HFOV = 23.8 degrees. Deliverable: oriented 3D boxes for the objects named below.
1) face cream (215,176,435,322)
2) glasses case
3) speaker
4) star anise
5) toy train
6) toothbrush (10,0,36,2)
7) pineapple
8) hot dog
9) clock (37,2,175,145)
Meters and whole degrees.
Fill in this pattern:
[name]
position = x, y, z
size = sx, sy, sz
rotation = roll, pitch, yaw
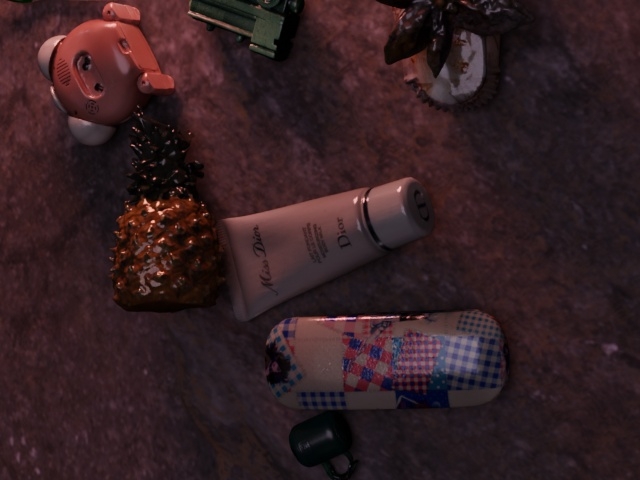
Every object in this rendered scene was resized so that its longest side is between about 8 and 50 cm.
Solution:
[face cream]
position = 0.000, 0.000, 1.983
size = 0.314, 0.089, 0.143
rotation = -19, 84, 31
[glasses case]
position = 0.082, 0.155, 1.951
size = 0.328, 0.076, 0.125
rotation = -3, 92, 22
[speaker]
position = 0.010, 0.273, 2.002
size = 0.075, 0.060, 0.094
rotation = -26, 118, 20
[star anise]
position = 0.143, -0.311, 1.833
size = 0.212, 0.073, 0.196
rotation = -29, 84, 18
[toy train]
position = -0.105, -0.313, 2.010
size = 0.171, 0.071, 0.111
rotation = 22, 107, 19
[toothbrush]
position = -0.417, -0.350, 2.145
size = 0.304, 0.030, 0.030
rotation = 3, 93, 21
[pineapple]
position = -0.211, -0.042, 2.029
size = 0.158, 0.158, 0.278
rotation = -8, 79, 21
[hot dog]
position = 0.161, -0.294, 1.906
size = 0.144, 0.075, 0.267
rotation = 2, 95, 24
[clock]
position = -0.305, -0.227, 2.077
size = 0.162, 0.093, 0.165
rotation = -30, 82, 22
